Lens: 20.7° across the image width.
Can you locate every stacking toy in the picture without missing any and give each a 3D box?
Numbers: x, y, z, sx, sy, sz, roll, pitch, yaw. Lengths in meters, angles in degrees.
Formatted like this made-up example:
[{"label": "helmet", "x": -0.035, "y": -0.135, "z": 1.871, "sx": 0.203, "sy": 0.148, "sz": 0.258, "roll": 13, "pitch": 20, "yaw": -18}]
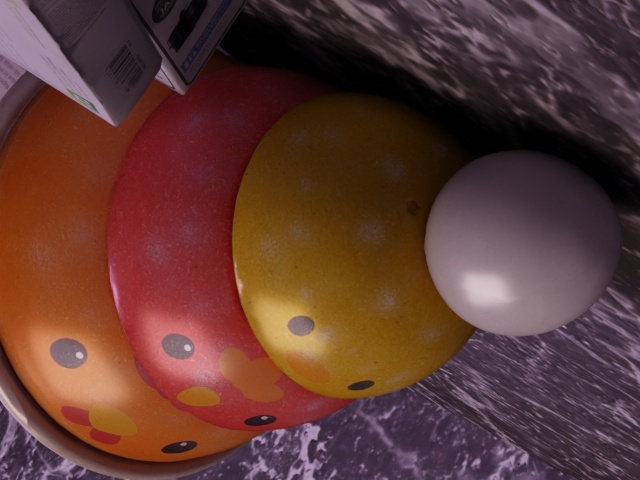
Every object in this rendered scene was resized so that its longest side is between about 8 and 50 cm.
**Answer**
[{"label": "stacking toy", "x": 0.000, "y": 0.000, "z": 1.216, "sx": 0.350, "sy": 0.350, "sz": 0.480, "roll": 38, "pitch": 153, "yaw": -33}]

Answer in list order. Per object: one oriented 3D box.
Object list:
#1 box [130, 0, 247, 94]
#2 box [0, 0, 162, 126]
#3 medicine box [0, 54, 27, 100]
[{"label": "box", "x": -0.158, "y": -0.209, "z": 1.063, "sx": 0.169, "sy": 0.087, "sz": 0.290, "roll": 31, "pitch": 172, "yaw": 19}, {"label": "box", "x": -0.250, "y": -0.197, "z": 0.988, "sx": 0.322, "sy": 0.058, "sz": 0.232, "roll": 31, "pitch": 172, "yaw": 11}, {"label": "medicine box", "x": -0.400, "y": -0.165, "z": 1.554, "sx": 0.263, "sy": 0.289, "sz": 0.149, "roll": 29, "pitch": 171, "yaw": 30}]
